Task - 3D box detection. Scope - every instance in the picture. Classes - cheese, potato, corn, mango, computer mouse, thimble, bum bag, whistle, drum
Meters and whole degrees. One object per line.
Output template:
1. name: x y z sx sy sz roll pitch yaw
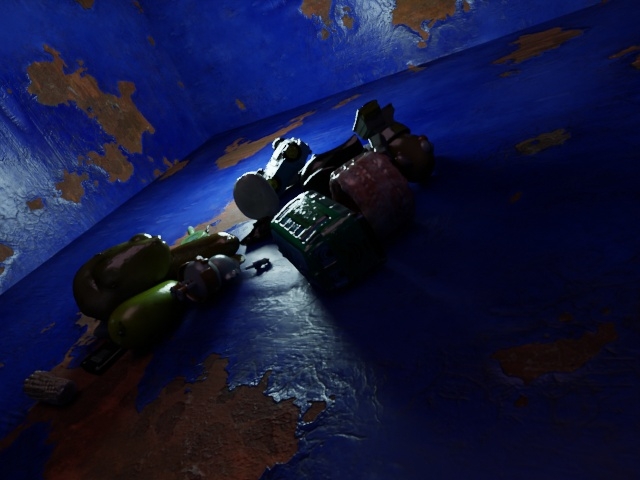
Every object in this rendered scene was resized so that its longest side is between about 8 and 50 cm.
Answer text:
1. cheese: -0.258 -0.170 1.852 0.154 0.198 0.189 -32 16 -4
2. potato: -0.633 0.113 1.536 0.351 0.202 0.218 -46 55 2
3. corn: -0.768 0.425 1.360 0.211 0.087 0.087 0 36 34
4. mango: -0.511 0.214 1.438 0.175 0.143 0.293 -22 14 29
5. computer mouse: -0.696 0.279 1.586 0.182 0.056 0.089 -11 26 32
6. thimble: 0.142 -0.122 1.319 0.162 0.239 0.239 -32 26 -11
7. bum bag: -0.178 -0.054 1.697 0.248 0.060 0.123 -19 27 19
8. whistle: -0.200 0.075 1.516 0.083 0.029 0.033 -22 -12 -1
9. drum: -0.539 0.000 1.959 0.130 0.049 0.253 -39 27 -23

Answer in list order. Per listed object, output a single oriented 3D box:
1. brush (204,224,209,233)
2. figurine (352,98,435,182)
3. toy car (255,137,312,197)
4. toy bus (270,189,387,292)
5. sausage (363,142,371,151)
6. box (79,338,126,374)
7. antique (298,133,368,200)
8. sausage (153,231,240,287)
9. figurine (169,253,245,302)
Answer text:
1. brush: -0.488 -0.049 2.048 0.024 0.008 0.083 -28 25 7
2. figurine: 0.248 -0.304 1.529 0.343 0.285 0.167 -25 -19 -36
3. toy car: -0.157 -0.293 2.023 0.314 0.166 0.198 -58 25 4
4. toy bus: 0.000 0.000 1.279 0.199 0.183 0.343 -36 26 -10
5. sausage: 0.116 -0.300 1.838 0.312 0.093 0.093 -17 27 21
6. box: -0.656 0.349 1.446 0.126 0.027 0.125 -2 35 42
7. antique: 0.051 -0.215 1.586 0.255 0.185 0.322 -34 -8 6
8. sausage: -0.493 0.081 1.667 0.501 0.123 0.136 -20 -8 15
9. figurine: -0.342 0.100 1.473 0.143 0.143 0.271 0 36 45
